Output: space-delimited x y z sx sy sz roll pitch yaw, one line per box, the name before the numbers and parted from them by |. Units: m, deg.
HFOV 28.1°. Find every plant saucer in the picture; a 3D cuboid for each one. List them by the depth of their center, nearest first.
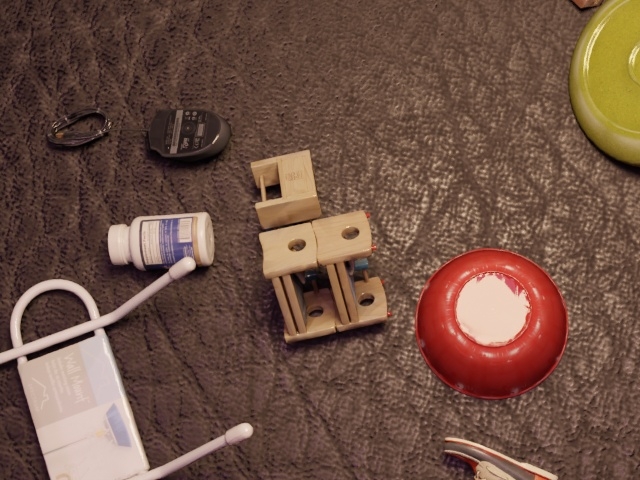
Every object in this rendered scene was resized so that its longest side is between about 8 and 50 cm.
plant saucer | 0.397 -0.206 1.494 0.241 0.037 0.241 -7 76 32

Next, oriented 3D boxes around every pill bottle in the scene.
pill bottle | -0.193 0.002 1.548 0.120 0.067 0.067 -4 76 6

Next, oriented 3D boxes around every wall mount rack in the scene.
wall mount rack | -0.244 0.181 1.478 0.304 0.130 0.350 -21 76 1

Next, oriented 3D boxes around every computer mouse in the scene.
computer mouse | -0.227 -0.131 1.604 0.242 0.041 0.071 3 68 14

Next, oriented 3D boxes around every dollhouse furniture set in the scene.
dollhouse furniture set | 0.000 0.000 1.518 0.128 0.129 0.184 -12 46 3

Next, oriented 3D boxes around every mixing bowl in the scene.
mixing bowl | 0.197 0.088 1.468 0.181 0.098 0.182 -2 77 7

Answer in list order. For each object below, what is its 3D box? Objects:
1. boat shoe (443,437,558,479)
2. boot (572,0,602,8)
boat shoe | 0.201 0.263 1.453 0.137 0.049 0.043 22 82 6
boot | 0.292 -0.317 1.589 0.114 0.037 0.106 44 87 9
